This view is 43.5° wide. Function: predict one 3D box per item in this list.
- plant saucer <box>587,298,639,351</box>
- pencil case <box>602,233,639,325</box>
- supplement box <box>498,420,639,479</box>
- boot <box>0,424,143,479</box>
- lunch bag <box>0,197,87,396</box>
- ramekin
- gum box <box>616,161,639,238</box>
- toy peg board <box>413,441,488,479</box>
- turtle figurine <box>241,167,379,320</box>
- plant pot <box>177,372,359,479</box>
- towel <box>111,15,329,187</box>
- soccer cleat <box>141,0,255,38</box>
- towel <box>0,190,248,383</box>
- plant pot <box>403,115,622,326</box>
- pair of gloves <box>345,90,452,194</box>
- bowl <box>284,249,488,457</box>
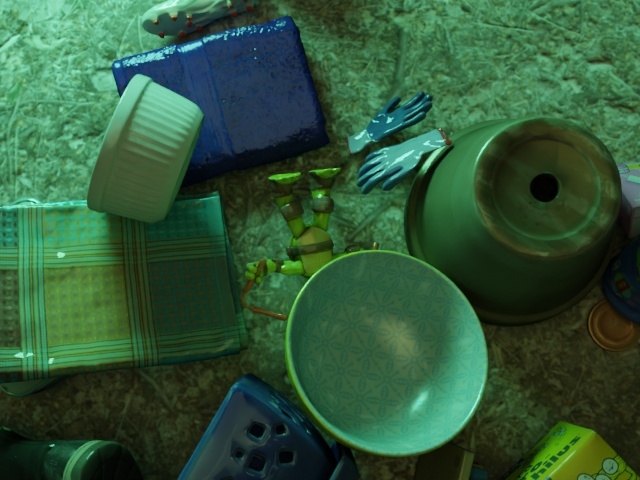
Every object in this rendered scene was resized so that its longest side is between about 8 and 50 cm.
[{"bbox_3d":[0.455,0.130,1.236,0.084,0.013,0.083,0,82,2],"label":"plant saucer"},{"bbox_3d":[0.484,0.037,1.105,0.120,0.306,0.133,0,73,4],"label":"pencil case"},{"bbox_3d":[0.407,0.450,1.097,0.194,0.195,0.356,-42,81,-4],"label":"supplement box"},{"bbox_3d":[-0.372,0.423,1.150,0.284,0.138,0.377,6,121,27],"label":"boot"},{"bbox_3d":[-0.433,0.087,1.233,0.224,0.108,0.279,-35,82,-5],"label":"lunch bag"},{"bbox_3d":[-0.245,-0.123,1.150,0.109,0.207,0.207,20,82,-8],"label":"ramekin"},{"bbox_3d":[0.541,-0.073,1.212,0.189,0.062,0.107,-9,40,1],"label":"gum box"},{"bbox_3d":[0.192,0.374,1.144,0.079,0.161,0.161,16,82,-11],"label":"toy peg board"},{"bbox_3d":[0.000,0.000,1.237,0.270,0.087,0.217,-8,96,-11],"label":"turtle figurine"},{"bbox_3d":[-0.078,0.340,1.121,0.212,0.236,0.236,30,84,1],"label":"plant pot"},{"bbox_3d":[-0.159,-0.217,1.290,0.308,0.076,0.227,-15,88,0],"label":"towel"},{"bbox_3d":[-0.201,-0.391,1.323,0.196,0.068,0.076,-18,66,-2],"label":"soccer cleat"},{"bbox_3d":[-0.303,0.059,1.175,0.370,0.040,0.271,-4,67,-20],"label":"towel"},{"bbox_3d":[0.287,-0.048,1.138,0.323,0.280,0.323,0,80,2],"label":"plant pot"},{"bbox_3d":[0.115,-0.154,1.236,0.159,0.023,0.198,-28,38,14],"label":"pair of gloves"},{"bbox_3d":[0.078,0.173,1.155,0.290,0.156,0.289,5,67,-12],"label":"bowl"}]
